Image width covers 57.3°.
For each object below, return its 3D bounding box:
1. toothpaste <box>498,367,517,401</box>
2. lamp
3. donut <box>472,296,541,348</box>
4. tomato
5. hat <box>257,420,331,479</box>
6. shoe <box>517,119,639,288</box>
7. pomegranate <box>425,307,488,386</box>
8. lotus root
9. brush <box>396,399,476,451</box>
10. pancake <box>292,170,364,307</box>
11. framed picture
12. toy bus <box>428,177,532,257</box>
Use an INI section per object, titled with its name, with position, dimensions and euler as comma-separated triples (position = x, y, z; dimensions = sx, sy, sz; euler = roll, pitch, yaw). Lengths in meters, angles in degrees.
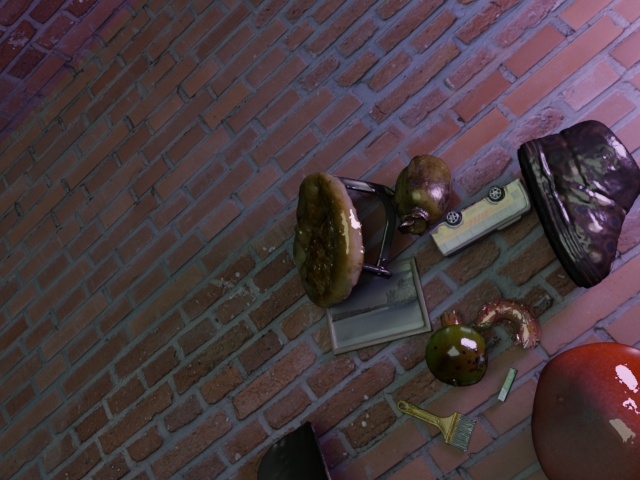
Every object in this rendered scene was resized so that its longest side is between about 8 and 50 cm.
[toothpaste]
position = 0.456, 0.350, 1.423
dimensions = 0.017, 0.020, 0.083
euler = 23, 88, 30
[lamp]
position = 0.109, -0.045, 1.571
dimensions = 0.203, 0.124, 0.283
euler = 12, 76, -15
[donut]
position = 0.461, 0.193, 1.435
dimensions = 0.166, 0.065, 0.116
euler = 15, 85, 26
[tomato]
position = 0.575, 0.377, 1.195
dimensions = 0.341, 0.273, 0.341
euler = -36, 43, 44
[hat]
position = -0.006, 0.691, 1.516
dimensions = 0.366, 0.257, 0.381
euler = -39, 27, 29
[shoe]
position = 0.631, -0.093, 1.365
dimensions = 0.237, 0.171, 0.383
euler = -21, 69, 17
[pomegranate]
position = 0.335, 0.264, 1.442
dimensions = 0.159, 0.159, 0.205
euler = -17, 46, 21
[lotus root]
position = 0.265, -0.109, 1.527
dimensions = 0.154, 0.154, 0.278
euler = -5, 44, 25
[brush]
position = 0.285, 0.454, 1.486
dimensions = 0.205, 0.011, 0.083
euler = 18, 87, 29
[pancake]
position = 0.000, 0.000, 1.578
dimensions = 0.387, 0.082, 0.386
euler = 177, 90, -67
[framed picture]
position = 0.147, 0.182, 1.615
dimensions = 0.289, 0.016, 0.213
euler = -18, 70, 21
[toy bus]
position = 0.414, -0.055, 1.506
dimensions = 0.268, 0.092, 0.106
euler = -31, 75, 16
